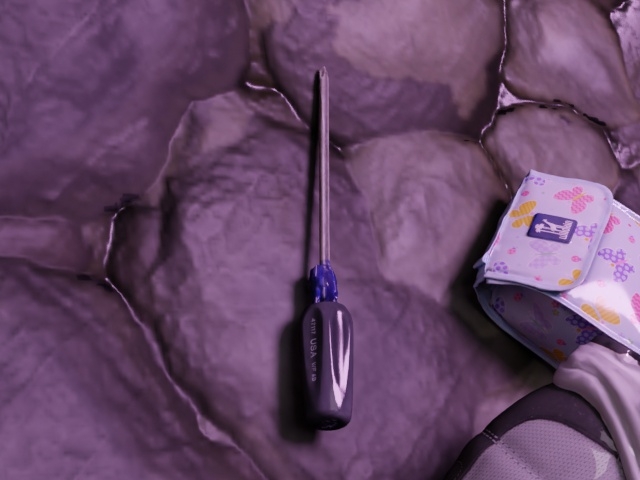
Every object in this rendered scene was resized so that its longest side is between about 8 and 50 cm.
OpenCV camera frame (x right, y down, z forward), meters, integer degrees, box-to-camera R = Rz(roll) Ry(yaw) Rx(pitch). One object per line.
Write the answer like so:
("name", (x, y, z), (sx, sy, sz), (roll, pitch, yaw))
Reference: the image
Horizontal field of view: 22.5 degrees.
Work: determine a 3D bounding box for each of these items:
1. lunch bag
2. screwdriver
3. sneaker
("lunch bag", (0.113, 0.015, 0.712), (0.083, 0.053, 0.071), (36, 52, -4))
("screwdriver", (0.000, 0.000, 0.671), (0.024, 0.025, 0.170), (15, 53, -27))
("sneaker", (0.141, 0.175, 0.645), (0.108, 0.100, 0.272), (-31, 96, -6))
